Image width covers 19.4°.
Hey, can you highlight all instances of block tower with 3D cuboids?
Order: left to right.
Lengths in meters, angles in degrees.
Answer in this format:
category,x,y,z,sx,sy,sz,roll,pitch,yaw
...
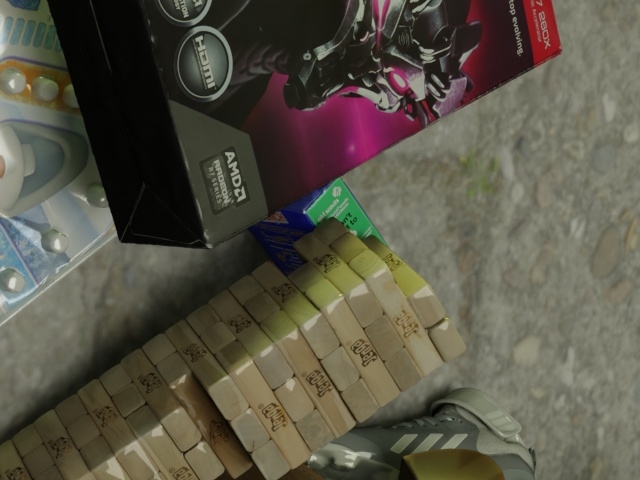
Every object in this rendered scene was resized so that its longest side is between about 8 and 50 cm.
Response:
category,x,y,z,sx,sy,sz,roll,pitch,yaw
block tower,-0.080,0.116,1.182,0.335,0.097,0.091,-35,120,-7

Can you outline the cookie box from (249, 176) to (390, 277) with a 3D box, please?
category,x,y,z,sx,sy,sz,roll,pitch,yaw
cookie box,0.000,0.000,1.272,0.040,0.092,0.107,-50,124,-21

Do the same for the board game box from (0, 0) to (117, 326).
category,x,y,z,sx,sy,sz,roll,pitch,yaw
board game box,-0.257,-0.110,1.088,0.390,0.050,0.390,-40,120,-24

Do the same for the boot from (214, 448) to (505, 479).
category,x,y,z,sx,sy,sz,roll,pitch,yaw
boot,-0.013,0.247,1.318,0.283,0.109,0.220,-6,131,-16

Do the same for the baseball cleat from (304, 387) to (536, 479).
category,x,y,z,sx,sy,sz,roll,pitch,yaw
baseball cleat,0.069,0.153,1.379,0.206,0.072,0.109,22,55,-26

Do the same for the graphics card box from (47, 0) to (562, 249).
category,x,y,z,sx,sy,sz,roll,pitch,yaw
graphics card box,-0.002,-0.169,1.193,0.371,0.094,0.233,-29,113,-40
